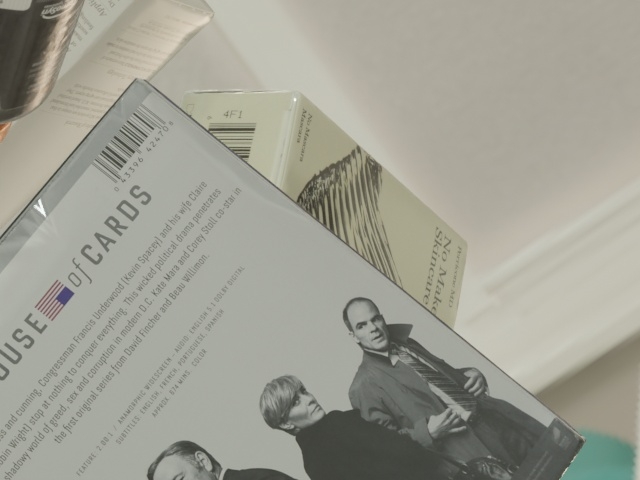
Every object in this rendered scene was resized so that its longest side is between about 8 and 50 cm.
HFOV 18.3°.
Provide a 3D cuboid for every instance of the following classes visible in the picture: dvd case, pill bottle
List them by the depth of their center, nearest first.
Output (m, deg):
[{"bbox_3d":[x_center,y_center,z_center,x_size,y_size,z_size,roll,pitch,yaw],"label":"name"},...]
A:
[{"bbox_3d":[-0.036,0.076,0.796,0.179,0.239,0.029,-52,2,-15],"label":"dvd case"},{"bbox_3d":[-0.230,-0.168,1.368,0.130,0.130,0.245,-46,-12,-44],"label":"pill bottle"}]

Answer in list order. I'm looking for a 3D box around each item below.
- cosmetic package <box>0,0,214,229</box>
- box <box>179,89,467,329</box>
[{"bbox_3d":[-0.303,-0.152,1.773,0.365,0.197,0.155,-42,-15,15],"label":"cosmetic package"},{"bbox_3d":[0.000,0.000,1.361,0.094,0.275,0.113,2,71,30],"label":"box"}]
